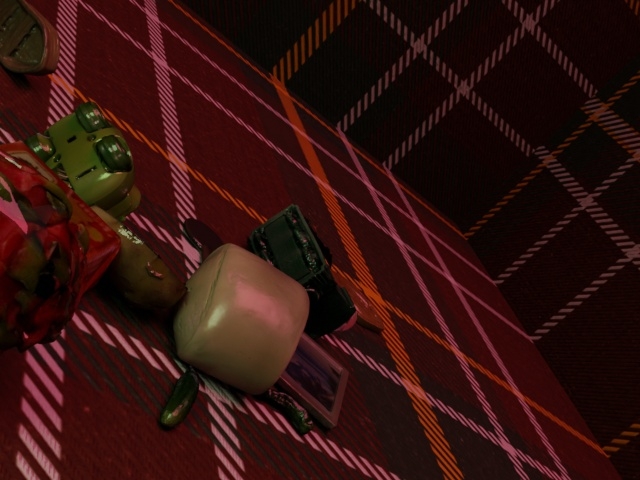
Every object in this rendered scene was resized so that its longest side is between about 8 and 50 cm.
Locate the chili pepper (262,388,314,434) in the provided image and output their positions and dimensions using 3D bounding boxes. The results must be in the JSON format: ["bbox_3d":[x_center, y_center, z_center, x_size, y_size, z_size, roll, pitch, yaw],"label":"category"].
[{"bbox_3d":[-0.056,0.272,1.404,0.118,0.035,0.055,46,-1,-12],"label":"chili pepper"}]

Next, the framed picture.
[{"bbox_3d":[-0.077,0.194,1.556,0.315,0.024,0.232,43,17,-6],"label":"framed picture"}]

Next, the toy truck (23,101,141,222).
[{"bbox_3d":[-0.367,-0.103,1.387,0.187,0.148,0.211,53,-6,51],"label":"toy truck"}]

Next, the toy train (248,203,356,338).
[{"bbox_3d":[-0.043,0.064,1.778,0.178,0.138,0.330,53,6,-30],"label":"toy train"}]

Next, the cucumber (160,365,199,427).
[{"bbox_3d":[-0.192,0.219,1.194,0.037,0.037,0.155,42,17,-10],"label":"cucumber"}]

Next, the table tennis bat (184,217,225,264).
[{"bbox_3d":[-0.191,-0.025,1.645,0.107,0.119,0.170,37,16,-24],"label":"table tennis bat"}]

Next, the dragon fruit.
[{"bbox_3d":[-0.396,0.007,0.889,0.302,0.237,0.231,18,7,-21],"label":"dragon fruit"}]

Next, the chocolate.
[{"bbox_3d":[-0.405,-0.016,1.123,0.237,0.108,0.235,46,18,-1],"label":"chocolate"}]

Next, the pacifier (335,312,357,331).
[{"bbox_3d":[0.027,0.166,1.837,0.099,0.082,0.078,26,-20,7],"label":"pacifier"}]

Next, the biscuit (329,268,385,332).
[{"bbox_3d":[0.075,0.141,2.051,0.220,0.029,0.142,43,16,-5],"label":"biscuit"}]

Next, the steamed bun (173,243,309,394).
[{"bbox_3d":[-0.124,0.113,1.366,0.200,0.155,0.250,35,26,-19],"label":"steamed bun"}]

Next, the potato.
[{"bbox_3d":[-0.301,0.036,1.291,0.200,0.081,0.164,42,-14,4],"label":"potato"}]

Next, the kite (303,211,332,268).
[{"bbox_3d":[0.000,0.000,1.851,0.190,0.010,0.159,54,-10,53],"label":"kite"}]

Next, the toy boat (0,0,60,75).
[{"bbox_3d":[-0.563,-0.381,1.609,0.188,0.116,0.061,50,10,20],"label":"toy boat"}]
